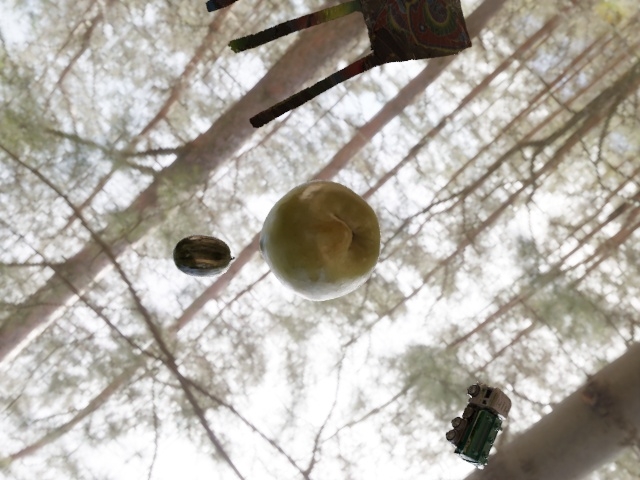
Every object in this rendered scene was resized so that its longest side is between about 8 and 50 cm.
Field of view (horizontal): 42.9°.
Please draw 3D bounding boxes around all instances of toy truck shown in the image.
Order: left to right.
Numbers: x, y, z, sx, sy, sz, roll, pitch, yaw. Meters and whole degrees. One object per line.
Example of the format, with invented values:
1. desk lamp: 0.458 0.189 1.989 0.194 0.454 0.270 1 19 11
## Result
1. toy truck: 0.162 0.185 0.819 0.039 0.083 0.044 43 155 -29

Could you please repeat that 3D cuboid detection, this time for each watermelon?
1. watermelon: -0.208 0.028 1.452 0.111 0.078 0.078 5 -147 -11

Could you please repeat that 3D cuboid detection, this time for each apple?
1. apple: 0.000 0.000 1.254 0.200 0.200 0.200 41 -159 -19

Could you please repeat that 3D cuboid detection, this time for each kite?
1. kite: 0.028 -0.183 0.640 0.285 0.015 0.152 -37 -74 -38
